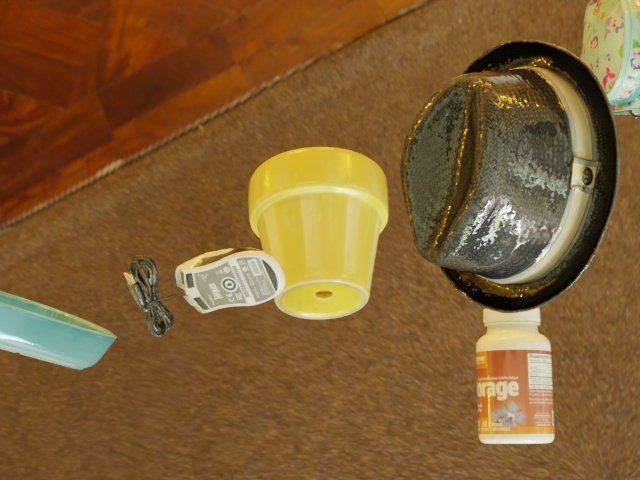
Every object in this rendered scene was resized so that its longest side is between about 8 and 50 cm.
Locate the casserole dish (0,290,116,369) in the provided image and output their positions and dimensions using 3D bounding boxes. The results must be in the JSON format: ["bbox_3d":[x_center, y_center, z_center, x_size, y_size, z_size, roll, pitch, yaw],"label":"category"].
[{"bbox_3d":[-0.245,0.059,0.796,0.114,0.188,0.037,15,82,46],"label":"casserole dish"}]

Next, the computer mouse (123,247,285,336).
[{"bbox_3d":[-0.125,0.048,1.185,0.193,0.042,0.106,-12,115,20],"label":"computer mouse"}]

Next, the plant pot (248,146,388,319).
[{"bbox_3d":[0.000,0.000,1.839,0.254,0.254,0.239,-10,61,13],"label":"plant pot"}]

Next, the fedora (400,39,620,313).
[{"bbox_3d":[0.191,-0.080,1.239,0.334,0.153,0.334,-4,85,51],"label":"fedora"}]

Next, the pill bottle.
[{"bbox_3d":[0.311,0.217,1.674,0.121,0.121,0.216,-3,79,15],"label":"pill bottle"}]

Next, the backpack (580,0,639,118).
[{"bbox_3d":[0.544,-0.309,1.705,0.191,0.253,0.225,2,98,-17],"label":"backpack"}]
